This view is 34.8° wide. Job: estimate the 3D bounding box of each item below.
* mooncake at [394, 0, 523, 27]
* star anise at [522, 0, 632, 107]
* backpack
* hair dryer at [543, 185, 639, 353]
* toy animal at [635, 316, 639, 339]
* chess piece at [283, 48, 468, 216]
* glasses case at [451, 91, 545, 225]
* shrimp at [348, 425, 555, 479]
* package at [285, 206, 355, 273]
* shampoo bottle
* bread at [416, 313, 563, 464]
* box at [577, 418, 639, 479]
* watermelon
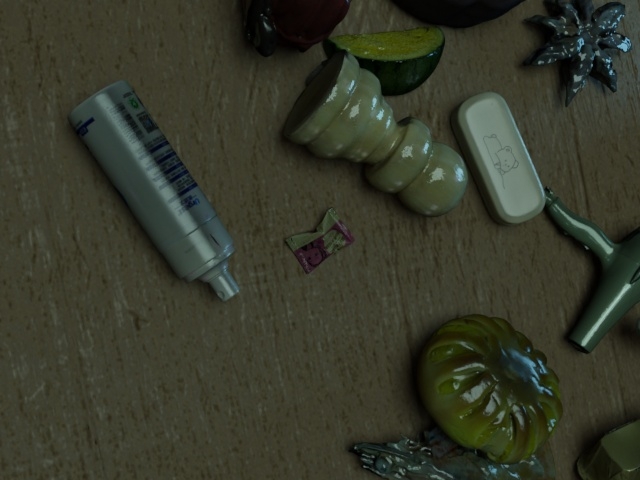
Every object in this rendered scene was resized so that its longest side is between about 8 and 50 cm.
[{"bbox_3d":[0.205,-0.451,1.459,0.283,0.141,0.283,2,83,-16],"label":"mooncake"},{"bbox_3d":[0.396,-0.297,1.545,0.204,0.061,0.181,-11,88,-20],"label":"star anise"},{"bbox_3d":[-0.025,-0.354,1.326,0.138,0.229,0.229,0,84,-22],"label":"backpack"},{"bbox_3d":[0.394,0.053,1.507,0.224,0.088,0.219,18,82,-3],"label":"hair dryer"},{"bbox_3d":[0.642,0.183,1.532,0.363,0.180,0.181,29,67,9],"label":"toy animal"},{"bbox_3d":[0.091,-0.132,1.392,0.261,0.142,0.143,33,75,-17],"label":"chess piece"},{"bbox_3d":[0.257,-0.118,1.480,0.083,0.050,0.196,-25,92,-9],"label":"glasses case"},{"bbox_3d":[0.193,0.290,1.414,0.316,0.062,0.164,16,68,-18],"label":"shrimp"},{"bbox_3d":[0.000,0.000,1.394,0.083,0.029,0.059,-36,103,-8],"label":"package"},{"bbox_3d":[-0.199,-0.054,1.300,0.092,0.092,0.303,-36,97,-19],"label":"shampoo bottle"},{"bbox_3d":[0.237,0.194,1.393,0.213,0.105,0.213,12,56,-18],"label":"bread"},{"bbox_3d":[0.462,0.314,1.479,0.177,0.111,0.111,-18,90,-19],"label":"box"},{"bbox_3d":[0.102,-0.248,1.455,0.181,0.075,0.092,-12,43,-22],"label":"watermelon"}]
